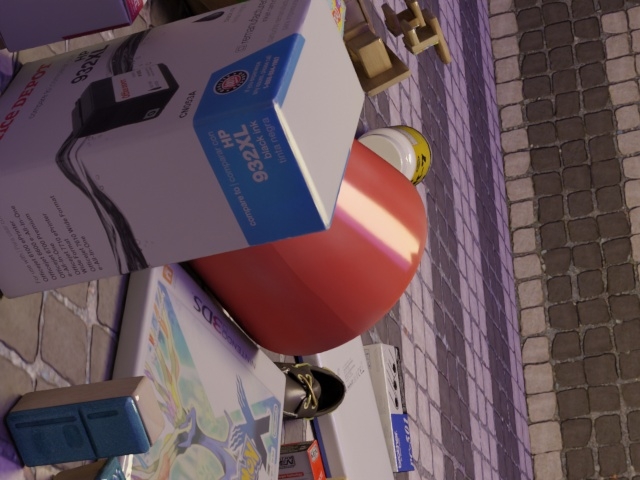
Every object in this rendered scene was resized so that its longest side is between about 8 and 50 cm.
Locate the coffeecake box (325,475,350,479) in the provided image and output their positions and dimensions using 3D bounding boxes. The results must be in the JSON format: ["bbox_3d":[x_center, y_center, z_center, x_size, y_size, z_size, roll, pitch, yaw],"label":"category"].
[{"bbox_3d":[0.020,0.429,1.683,0.185,0.068,0.142,-82,155,-45],"label":"coffeecake box"}]

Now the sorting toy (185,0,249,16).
[{"bbox_3d":[-0.100,-0.295,1.535,0.041,0.229,0.307,-55,141,-23],"label":"sorting toy"}]

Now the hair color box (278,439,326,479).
[{"bbox_3d":[-0.026,0.325,1.596,0.043,0.072,0.141,-37,115,-70],"label":"hair color box"}]

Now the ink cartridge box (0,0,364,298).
[{"bbox_3d":[-0.137,-0.088,1.108,0.223,0.308,0.129,-76,148,-52],"label":"ink cartridge box"}]

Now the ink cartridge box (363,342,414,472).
[{"bbox_3d":[0.106,0.274,2.075,0.097,0.046,0.207,23,59,-68],"label":"ink cartridge box"}]

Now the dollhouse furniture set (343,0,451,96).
[{"bbox_3d":[0.074,-0.280,2.037,0.161,0.212,0.242,64,-4,-36],"label":"dollhouse furniture set"}]

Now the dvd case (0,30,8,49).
[{"bbox_3d":[-0.304,-0.303,1.190,0.164,0.018,0.221,-64,139,-64],"label":"dvd case"}]

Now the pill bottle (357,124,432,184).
[{"bbox_3d":[0.118,-0.139,2.229,0.208,0.119,0.119,-23,102,-71],"label":"pill bottle"}]

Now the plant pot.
[{"bbox_3d":[-0.054,-0.041,1.444,0.243,0.275,0.274,44,37,-42],"label":"plant pot"}]

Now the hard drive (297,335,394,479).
[{"bbox_3d":[0.042,0.273,1.887,0.210,0.040,0.318,-37,115,-70],"label":"hard drive"}]

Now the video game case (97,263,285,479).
[{"bbox_3d":[-0.127,0.215,1.359,0.300,0.036,0.329,51,33,-45],"label":"video game case"}]

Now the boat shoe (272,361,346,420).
[{"bbox_3d":[-0.031,0.194,1.661,0.228,0.069,0.081,14,67,-71],"label":"boat shoe"}]

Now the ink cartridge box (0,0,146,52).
[{"bbox_3d":[-0.218,-0.253,1.181,0.175,0.128,0.072,-75,151,-55],"label":"ink cartridge box"}]

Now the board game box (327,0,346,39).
[{"bbox_3d":[-0.080,-0.348,1.696,0.275,0.144,0.142,59,27,-46],"label":"board game box"}]

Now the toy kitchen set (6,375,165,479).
[{"bbox_3d":[-0.190,0.247,1.054,0.166,0.122,0.207,-62,138,-63],"label":"toy kitchen set"}]
